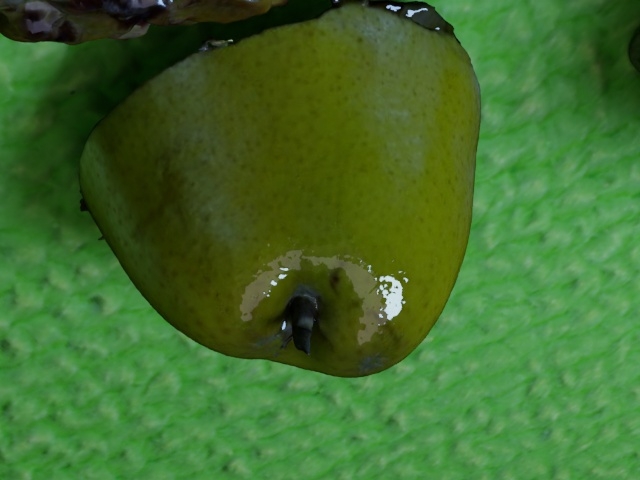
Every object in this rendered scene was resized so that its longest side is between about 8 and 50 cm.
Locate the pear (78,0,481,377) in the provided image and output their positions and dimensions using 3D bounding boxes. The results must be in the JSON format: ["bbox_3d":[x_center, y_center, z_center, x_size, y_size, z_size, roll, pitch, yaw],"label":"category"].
[{"bbox_3d":[-0.002,0.001,0.744,0.267,0.178,0.267,-16,151,-9],"label":"pear"}]

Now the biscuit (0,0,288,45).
[{"bbox_3d":[-0.098,-0.212,0.586,0.334,0.081,0.289,-6,133,-15],"label":"biscuit"}]

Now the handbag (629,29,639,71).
[{"bbox_3d":[0.363,-0.108,0.755,0.222,0.241,0.263,10,130,-30],"label":"handbag"}]
